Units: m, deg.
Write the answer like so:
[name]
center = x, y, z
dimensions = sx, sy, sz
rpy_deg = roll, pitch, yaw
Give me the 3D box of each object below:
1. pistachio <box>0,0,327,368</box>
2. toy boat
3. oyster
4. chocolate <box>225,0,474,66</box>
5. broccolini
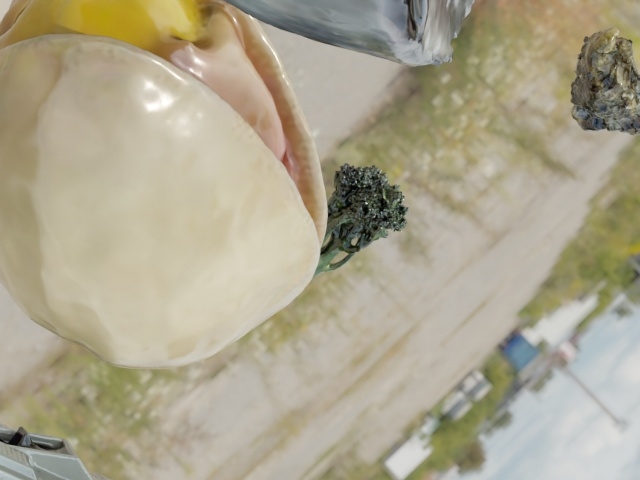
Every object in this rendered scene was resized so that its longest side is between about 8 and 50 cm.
[pistachio]
center = -0.112, -0.047, 0.910
dimensions = 0.230, 0.230, 0.309
rpy_deg = -40, 145, -25
[toy boat]
center = -0.229, 0.254, 1.404
dimensions = 0.088, 0.295, 0.129
rpy_deg = -60, -153, 1
[oyster]
center = 0.300, -0.165, 1.525
dimensions = 0.051, 0.103, 0.148
rpy_deg = -37, 133, -30
[chocolate]
center = -0.017, -0.235, 0.588
dimensions = 0.303, 0.213, 0.303
rpy_deg = 13, 90, -80
[broccolini]
center = 0.011, 0.003, 1.322
dimensions = 0.058, 0.074, 0.201
rpy_deg = 2, 149, -29
